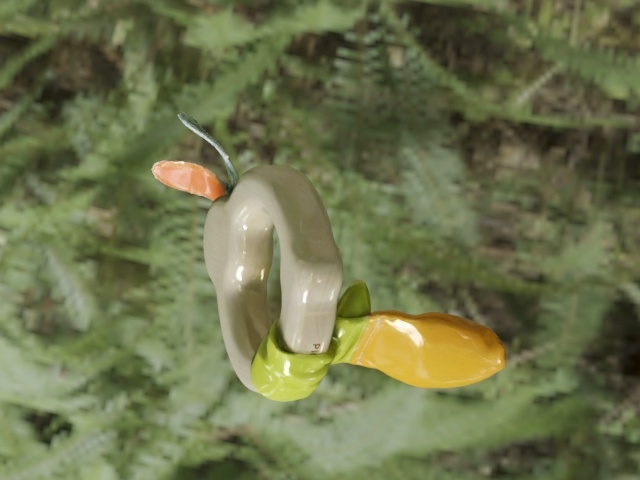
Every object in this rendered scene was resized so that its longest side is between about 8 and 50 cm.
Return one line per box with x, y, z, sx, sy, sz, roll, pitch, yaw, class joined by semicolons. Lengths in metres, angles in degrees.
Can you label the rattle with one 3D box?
0.000;0.000;1.043;0.142;0.200;0.130;-15;120;-14;rattle
